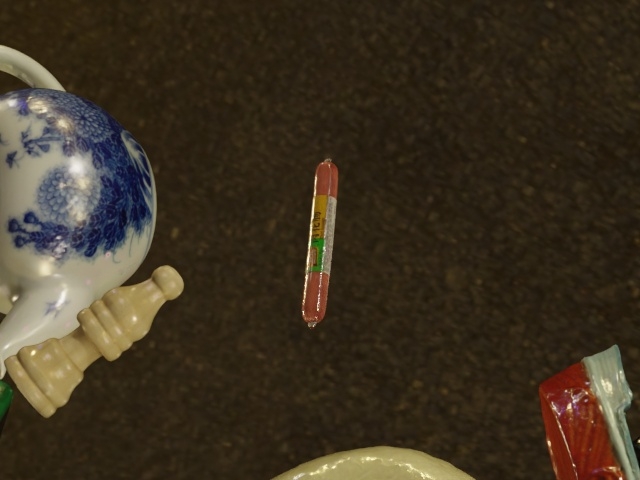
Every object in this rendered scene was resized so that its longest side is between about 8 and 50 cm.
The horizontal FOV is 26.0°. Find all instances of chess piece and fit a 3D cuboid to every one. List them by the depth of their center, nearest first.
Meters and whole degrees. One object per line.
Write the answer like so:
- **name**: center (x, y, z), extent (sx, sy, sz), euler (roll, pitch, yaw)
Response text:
- **chess piece**: center (-0.105, 0.044, 0.669), extent (0.092, 0.035, 0.035), euler (-37, 54, -7)

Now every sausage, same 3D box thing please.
- **sausage**: center (0.000, 0.000, 1.628), extent (0.029, 0.029, 0.223), euler (-13, 59, 34)

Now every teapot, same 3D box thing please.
- **teapot**: center (-0.332, -0.042, 1.496), extent (0.252, 0.280, 0.424), euler (-50, 48, 47)

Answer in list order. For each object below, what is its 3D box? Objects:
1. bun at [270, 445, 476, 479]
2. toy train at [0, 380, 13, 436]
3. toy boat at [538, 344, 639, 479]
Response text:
- **bun**: center (0.027, 0.227, 0.757), extent (0.222, 0.127, 0.222), euler (-1, 73, 2)
- **toy train**: center (-0.224, 0.149, 0.722), extent (0.136, 0.091, 0.227), euler (-68, 1, -51)
- **toy boat**: center (0.307, 0.250, 1.319), extent (0.133, 0.145, 0.332), euler (-12, 58, -1)
